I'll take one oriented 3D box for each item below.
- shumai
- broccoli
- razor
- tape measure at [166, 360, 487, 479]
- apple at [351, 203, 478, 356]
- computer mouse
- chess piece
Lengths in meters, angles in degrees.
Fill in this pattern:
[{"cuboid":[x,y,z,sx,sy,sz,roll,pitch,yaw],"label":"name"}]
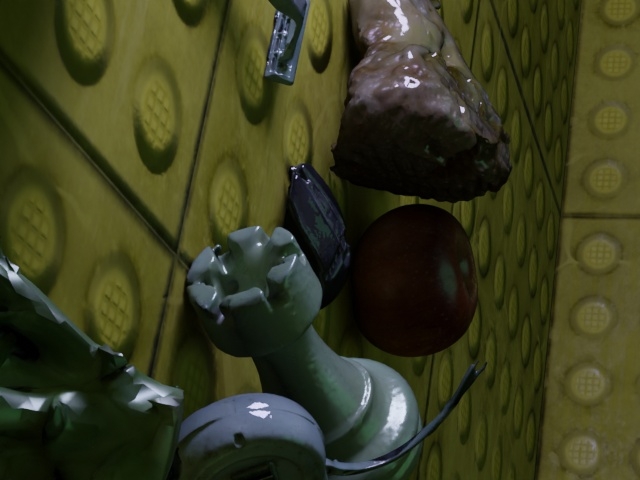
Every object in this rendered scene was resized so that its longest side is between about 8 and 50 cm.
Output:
[{"cuboid":[0.137,-0.204,1.882,0.346,0.217,0.283,40,54,-63],"label":"shumai"},{"cuboid":[-0.213,0.098,0.811,0.270,0.270,0.270,-172,-90,-84],"label":"broccoli"},{"cuboid":[-0.061,-0.277,1.535,0.278,0.056,0.111,56,41,-60],"label":"razor"},{"cuboid":[0.010,0.184,1.389,0.164,0.330,0.084,67,1,-51],"label":"tape measure"},{"cuboid":[0.118,0.054,1.951,0.201,0.162,0.201,-11,90,-71],"label":"apple"},{"cuboid":[0.000,0.000,1.730,0.106,0.062,0.192,-64,151,-52],"label":"computer mouse"},{"cuboid":[-0.025,0.128,1.508,0.194,0.194,0.299,-71,146,-42],"label":"chess piece"}]
